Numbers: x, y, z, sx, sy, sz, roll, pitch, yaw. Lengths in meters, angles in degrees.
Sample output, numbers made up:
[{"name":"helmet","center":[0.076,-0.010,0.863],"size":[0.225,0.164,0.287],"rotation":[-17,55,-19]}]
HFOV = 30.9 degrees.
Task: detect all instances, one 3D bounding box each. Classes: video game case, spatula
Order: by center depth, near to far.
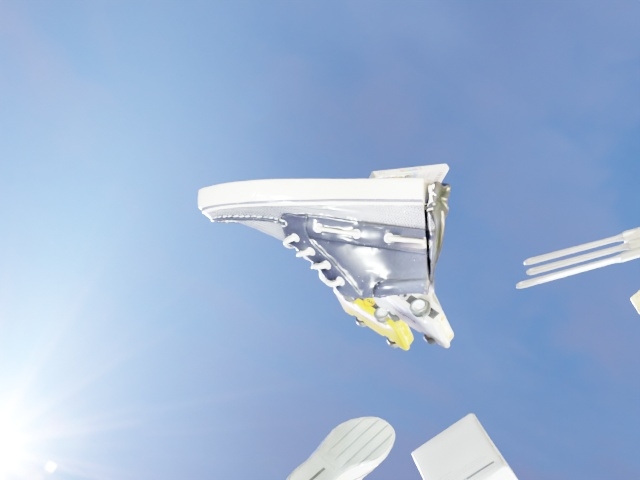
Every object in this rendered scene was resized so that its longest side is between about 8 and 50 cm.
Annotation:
[{"name":"video game case","center":[0.111,-0.069,1.608],"size":[0.011,0.122,0.087],"rotation":[63,-34,31]},{"name":"spatula","center":[0.417,0.022,1.737],"size":[0.242,0.168,0.019],"rotation":[-17,-79,19]}]

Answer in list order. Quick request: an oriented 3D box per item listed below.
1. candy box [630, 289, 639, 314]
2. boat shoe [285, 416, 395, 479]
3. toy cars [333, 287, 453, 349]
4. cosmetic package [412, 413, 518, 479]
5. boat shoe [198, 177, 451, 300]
[{"name":"candy box","center":[0.612,0.057,1.625],"size":[0.087,0.316,0.183],"rotation":[34,23,-34]},{"name":"boat shoe","center":[0.018,0.338,1.723],"size":[0.083,0.226,0.076],"rotation":[45,-44,23]},{"name":"toy cars","center":[0.148,0.120,2.192],"size":[0.176,0.087,0.393],"rotation":[46,-15,-6]},{"name":"cosmetic package","center":[0.284,0.449,1.949],"size":[0.224,0.138,0.225],"rotation":[56,3,-15]},{"name":"boat shoe","center":[0.000,0.000,1.524],"size":[0.340,0.158,0.127],"rotation":[0,0,17]}]
